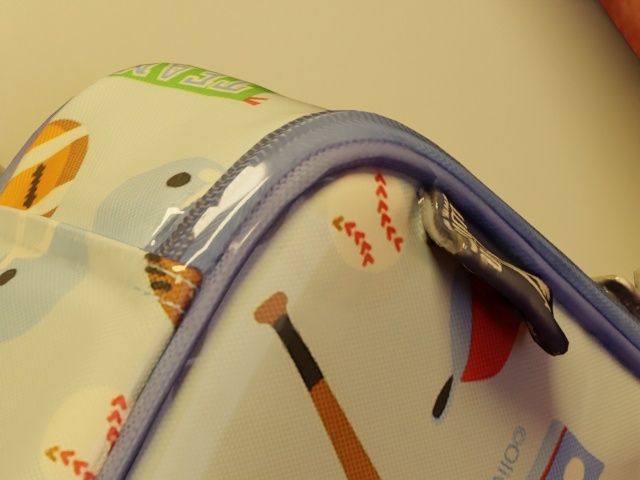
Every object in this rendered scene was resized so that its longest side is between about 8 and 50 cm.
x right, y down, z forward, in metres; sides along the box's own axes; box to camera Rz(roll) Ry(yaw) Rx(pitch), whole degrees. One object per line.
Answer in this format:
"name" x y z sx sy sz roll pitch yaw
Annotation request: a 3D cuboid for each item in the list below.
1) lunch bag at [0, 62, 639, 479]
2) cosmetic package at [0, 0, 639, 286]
"lunch bag" -0.017 0.121 0.429 0.243 0.115 0.303 40 76 -38
"cosmetic package" 0.000 0.000 0.606 0.385 0.156 0.217 49 56 -32
